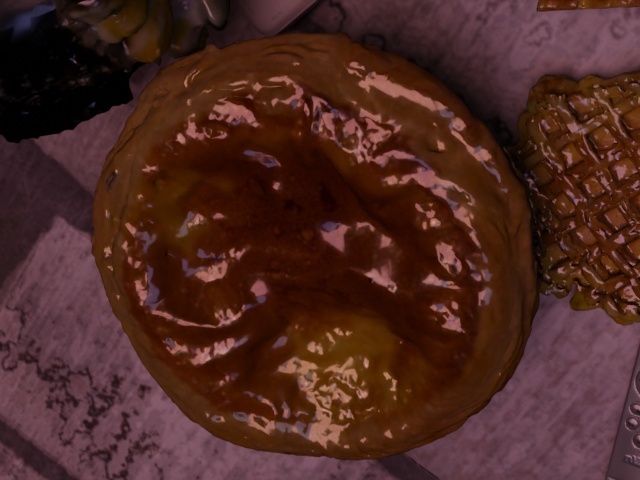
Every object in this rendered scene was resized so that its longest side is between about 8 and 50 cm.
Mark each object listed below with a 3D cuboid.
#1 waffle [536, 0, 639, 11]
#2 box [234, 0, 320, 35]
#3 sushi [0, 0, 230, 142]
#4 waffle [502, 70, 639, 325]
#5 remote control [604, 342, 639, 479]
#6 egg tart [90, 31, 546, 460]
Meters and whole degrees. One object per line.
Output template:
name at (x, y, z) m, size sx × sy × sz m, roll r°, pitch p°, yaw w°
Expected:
waffle at (0.283, -0.281, 1.188) m, size 0.211 × 0.055 × 0.160 m, roll 0°, pitch 109°, yaw 26°
box at (0.009, -0.322, 1.301) m, size 0.285 × 0.044 × 0.142 m, roll -36°, pitch 90°, yaw 30°
sushi at (-0.223, -0.272, 1.284) m, size 0.285 × 0.328 × 0.328 m, roll -20°, pitch 62°, yaw 7°
waffle at (0.283, -0.038, 1.283) m, size 0.254 × 0.052 × 0.245 m, roll 12°, pitch 114°, yaw 20°
remote control at (0.318, 0.168, 1.359) m, size 0.050 × 0.027 × 0.184 m, roll 16°, pitch 109°, yaw 16°
egg tart at (0.000, 0.000, 1.332) m, size 0.443 × 0.178 × 0.443 m, roll 7°, pitch 117°, yaw 15°
